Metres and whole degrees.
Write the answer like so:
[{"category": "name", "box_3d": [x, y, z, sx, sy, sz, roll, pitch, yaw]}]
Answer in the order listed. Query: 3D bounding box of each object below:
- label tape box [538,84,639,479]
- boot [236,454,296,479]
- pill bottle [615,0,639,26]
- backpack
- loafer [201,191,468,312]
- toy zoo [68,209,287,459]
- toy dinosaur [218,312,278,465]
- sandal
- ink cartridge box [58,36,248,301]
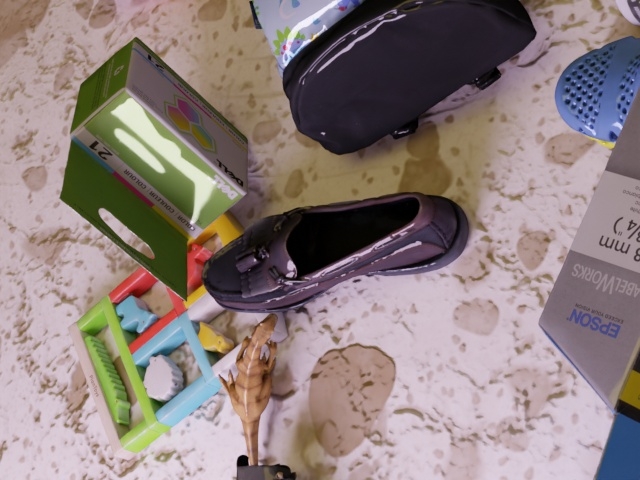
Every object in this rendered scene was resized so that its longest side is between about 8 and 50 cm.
[{"category": "label tape box", "box_3d": [0.296, 0.064, 1.321, 0.106, 0.241, 0.333, 20, 85, 39]}, {"category": "boot", "box_3d": [-0.019, 0.287, 1.558, 0.198, 0.077, 0.137, -2, 83, 35]}, {"category": "pill bottle", "box_3d": [0.388, -0.264, 1.462, 0.208, 0.119, 0.119, 2, 73, 37]}, {"category": "backpack", "box_3d": [0.047, -0.323, 1.678, 0.290, 0.273, 0.355, -28, 44, 33]}, {"category": "loafer", "box_3d": [0.000, 0.000, 1.637, 0.303, 0.095, 0.109, -13, 66, 23]}, {"category": "toy zoo", "box_3d": [-0.151, 0.090, 1.778, 0.293, 0.030, 0.192, -39, 54, 17]}, {"category": "toy dinosaur", "box_3d": [-0.075, 0.174, 1.656, 0.112, 0.064, 0.211, -105, 14, -72]}, {"category": "sandal", "box_3d": [0.354, -0.157, 1.437, 0.317, 0.138, 0.126, -5, 71, 37]}, {"category": "ink cartridge box", "box_3d": [-0.174, -0.079, 1.699, 0.097, 0.189, 0.255, -39, 26, 19]}]
